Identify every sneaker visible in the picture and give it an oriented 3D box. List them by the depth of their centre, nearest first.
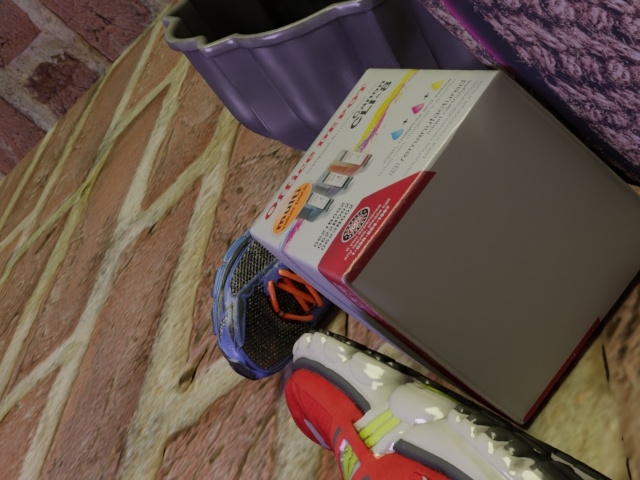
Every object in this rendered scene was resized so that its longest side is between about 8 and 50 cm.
[{"bbox_3d":[0.032,0.120,0.551,0.118,0.107,0.279,-61,18,-3],"label":"sneaker"},{"bbox_3d":[0.000,0.000,0.868,0.087,0.083,0.221,-7,48,58],"label":"sneaker"}]

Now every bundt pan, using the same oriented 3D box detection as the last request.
[{"bbox_3d":[0.057,-0.180,0.906,0.331,0.124,0.331,-23,27,13],"label":"bundt pan"}]

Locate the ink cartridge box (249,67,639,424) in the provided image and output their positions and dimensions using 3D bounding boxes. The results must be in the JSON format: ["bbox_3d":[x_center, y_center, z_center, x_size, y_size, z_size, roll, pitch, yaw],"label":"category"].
[{"bbox_3d":[0.064,-0.006,0.663,0.128,0.127,0.176,-54,19,-5],"label":"ink cartridge box"}]

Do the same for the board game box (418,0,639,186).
[{"bbox_3d":[0.161,-0.121,0.465,0.141,0.232,0.291,-53,25,-4],"label":"board game box"}]
